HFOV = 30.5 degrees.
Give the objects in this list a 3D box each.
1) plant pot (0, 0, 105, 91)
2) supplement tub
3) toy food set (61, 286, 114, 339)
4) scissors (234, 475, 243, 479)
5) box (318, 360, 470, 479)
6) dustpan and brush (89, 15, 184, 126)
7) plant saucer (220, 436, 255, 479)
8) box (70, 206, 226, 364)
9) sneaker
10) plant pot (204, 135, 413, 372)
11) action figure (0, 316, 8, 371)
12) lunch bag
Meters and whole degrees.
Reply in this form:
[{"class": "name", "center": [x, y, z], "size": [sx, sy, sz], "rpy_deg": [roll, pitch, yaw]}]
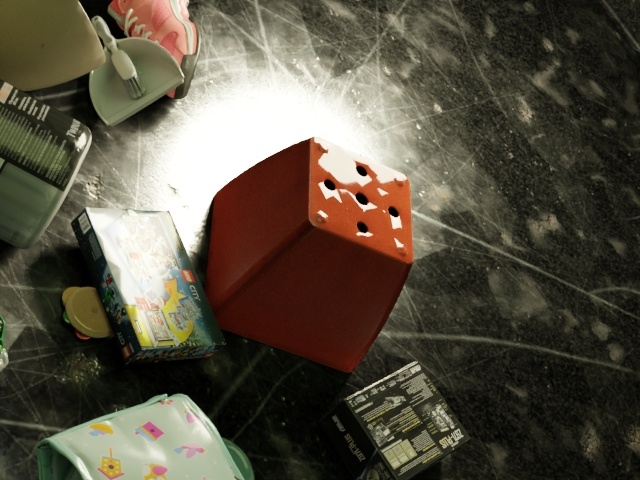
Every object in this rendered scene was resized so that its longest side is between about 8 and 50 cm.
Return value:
[{"class": "plant pot", "center": [-0.472, -0.324, 1.696], "size": [0.191, 0.284, 0.284], "rpy_deg": [-37, 81, -11]}, {"class": "supplement tub", "center": [-0.484, -0.138, 1.554], "size": [0.316, 0.193, 0.193], "rpy_deg": [29, 44, -16]}, {"class": "toy food set", "center": [-0.316, 0.101, 1.619], "size": [0.083, 0.020, 0.082], "rpy_deg": [11, 51, -32]}, {"class": "scissors", "center": [-0.032, 0.358, 1.504], "size": [0.109, 0.021, 0.297], "rpy_deg": [57, 3, 24]}, {"class": "box", "center": [0.112, 0.285, 1.759], "size": [0.180, 0.077, 0.147], "rpy_deg": [-21, 71, -45]}, {"class": "dustpan and brush", "center": [-0.322, -0.291, 1.879], "size": [0.211, 0.147, 0.060], "rpy_deg": [56, -3, 44]}, {"class": "plant saucer", "center": [-0.136, 0.313, 1.586], "size": [0.119, 0.021, 0.119], "rpy_deg": [21, 46, -23]}, {"class": "box", "center": [-0.245, 0.062, 1.670], "size": [0.159, 0.044, 0.233], "rpy_deg": [2, 55, -49]}, {"class": "sneaker", "center": [-0.288, -0.356, 1.972], "size": [0.136, 0.116, 0.313], "rpy_deg": [0, 52, -21]}, {"class": "plant pot", "center": [0.000, 0.000, 1.787], "size": [0.267, 0.236, 0.267], "rpy_deg": [21, 46, -23]}, {"class": "action figure", "center": [-0.445, 0.175, 1.434], "size": [0.137, 0.063, 0.232], "rpy_deg": [31, 40, -9]}, {"class": "lunch bag", "center": [-0.207, 0.327, 1.419], "size": [0.223, 0.160, 0.262], "rpy_deg": [-14, 72, -43]}]
